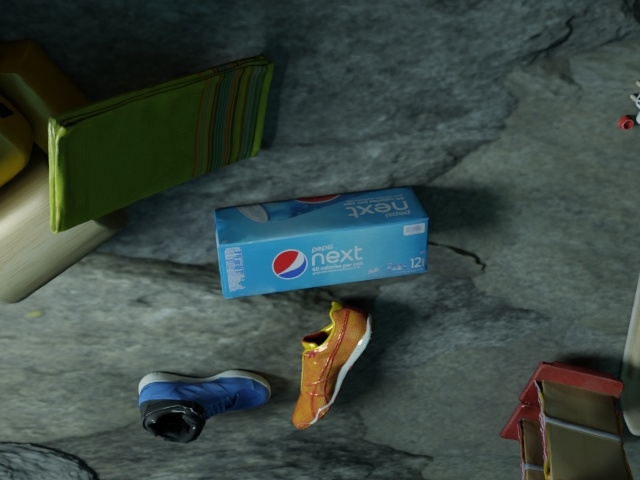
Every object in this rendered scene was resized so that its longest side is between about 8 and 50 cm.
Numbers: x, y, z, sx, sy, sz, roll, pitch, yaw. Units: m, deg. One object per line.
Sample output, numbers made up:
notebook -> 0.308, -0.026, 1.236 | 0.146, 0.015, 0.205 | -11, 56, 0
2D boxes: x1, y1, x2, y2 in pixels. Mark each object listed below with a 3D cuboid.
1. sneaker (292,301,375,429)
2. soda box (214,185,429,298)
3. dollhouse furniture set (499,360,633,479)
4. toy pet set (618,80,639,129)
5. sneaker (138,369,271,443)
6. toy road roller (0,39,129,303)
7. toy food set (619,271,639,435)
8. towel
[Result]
sneaker -> 0.002, 0.142, 0.968 | 0.067, 0.064, 0.175 | 24, 112, -3
soda box -> 0.000, 0.000, 0.856 | 0.210, 0.071, 0.067 | -7, 123, -7
dollhouse furniture set -> 0.416, 0.300, 0.994 | 0.373, 0.201, 0.152 | 14, 128, 1
toy pet set -> 0.382, -0.145, 0.841 | 0.122, 0.065, 0.114 | 0, 123, -12
sneaker -> -0.128, 0.191, 0.949 | 0.152, 0.085, 0.058 | 6, 122, -15
toy road roller -> -0.309, -0.056, 0.652 | 0.202, 0.241, 0.329 | -34, 123, 12
toy food set -> 0.497, 0.108, 1.017 | 0.219, 0.092, 0.306 | -8, 124, -7
towel -> -0.126, -0.086, 0.712 | 0.237, 0.021, 0.102 | -30, 138, -46
